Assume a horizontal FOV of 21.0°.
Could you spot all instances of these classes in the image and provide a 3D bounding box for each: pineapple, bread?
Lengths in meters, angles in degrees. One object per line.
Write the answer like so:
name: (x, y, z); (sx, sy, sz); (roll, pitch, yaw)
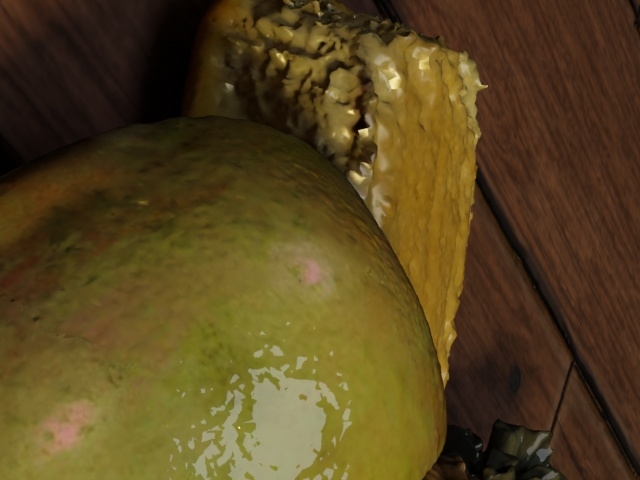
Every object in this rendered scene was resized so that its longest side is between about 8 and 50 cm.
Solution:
pineapple: (0.074, 0.165, 0.971); (0.248, 0.128, 0.128); (-7, 99, -62)
bread: (0.000, 0.000, 0.822); (0.174, 0.121, 0.246); (15, 80, -64)

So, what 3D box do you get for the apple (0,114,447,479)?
apple: (-0.068, 0.063, 0.646); (0.265, 0.120, 0.193); (-31, 109, -20)
